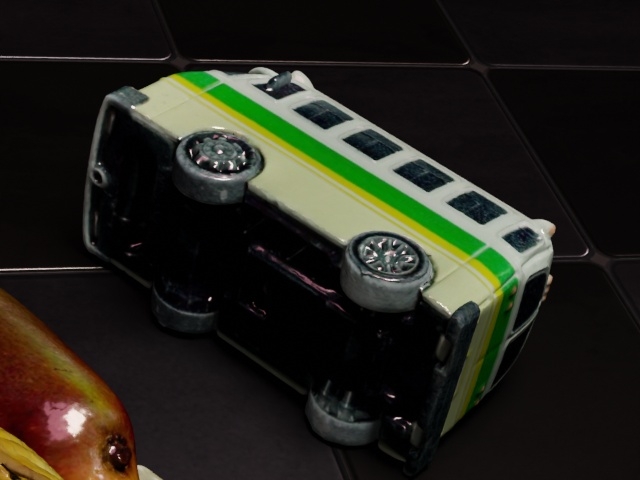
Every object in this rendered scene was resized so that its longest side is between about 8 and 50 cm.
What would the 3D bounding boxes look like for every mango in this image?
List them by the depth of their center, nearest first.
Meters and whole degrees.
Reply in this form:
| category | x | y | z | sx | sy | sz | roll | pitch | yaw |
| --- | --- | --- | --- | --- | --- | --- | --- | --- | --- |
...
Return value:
| category | x | y | z | sx | sy | sz | roll | pitch | yaw |
| --- | --- | --- | --- | --- | --- | --- | --- | --- | --- |
| mango | -0.194 | 0.087 | 0.952 | 0.111 | 0.133 | 0.267 | 11 | 15 | -45 |

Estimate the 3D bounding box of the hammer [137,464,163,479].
| category | x | y | z | sx | sy | sz | roll | pitch | yaw |
| --- | --- | --- | --- | --- | --- | --- | --- | --- | --- |
| hammer | -0.049 | 0.200 | 0.919 | 0.158 | 0.041 | 0.226 | -13 | 43 | -33 |

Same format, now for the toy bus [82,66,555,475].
| category | x | y | z | sx | sy | sz | roll | pitch | yaw |
| --- | --- | --- | --- | --- | --- | --- | --- | --- | --- |
| toy bus | 0.000 | 0.000 | 1.130 | 0.276 | 0.134 | 0.164 | 34 | 41 | 24 |

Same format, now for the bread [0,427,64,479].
| category | x | y | z | sx | sy | sz | roll | pitch | yaw |
| --- | --- | --- | --- | --- | --- | --- | --- | --- | --- |
| bread | -0.187 | 0.182 | 0.766 | 0.253 | 0.142 | 0.227 | 30 | 77 | 33 |
